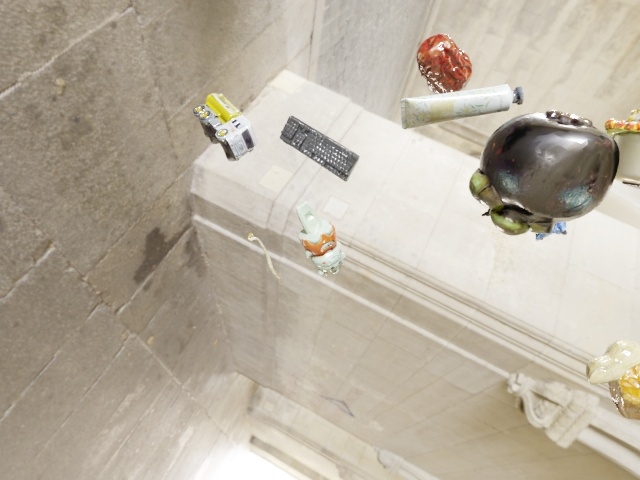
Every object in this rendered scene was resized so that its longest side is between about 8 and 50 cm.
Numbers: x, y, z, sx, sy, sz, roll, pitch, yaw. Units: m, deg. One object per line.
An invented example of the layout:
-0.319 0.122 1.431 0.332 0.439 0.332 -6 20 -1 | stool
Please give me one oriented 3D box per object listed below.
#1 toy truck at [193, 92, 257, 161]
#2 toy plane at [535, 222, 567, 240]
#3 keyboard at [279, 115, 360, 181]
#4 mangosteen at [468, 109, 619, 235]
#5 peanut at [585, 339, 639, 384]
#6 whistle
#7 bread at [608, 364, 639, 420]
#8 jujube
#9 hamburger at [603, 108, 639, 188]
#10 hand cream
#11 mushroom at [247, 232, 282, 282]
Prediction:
-0.145 -0.178 0.636 0.063 0.123 0.052 -36 147 -13 | toy truck
0.807 -0.056 1.421 0.169 0.078 0.246 -53 148 15 | toy plane
-0.009 -0.232 1.027 0.023 0.231 0.072 -6 128 -60 | keyboard
0.394 -0.117 0.755 0.243 0.243 0.243 -61 171 -17 | mangosteen
0.780 0.325 1.106 0.187 0.082 0.082 -30 163 -11 | peanut
0.000 -0.001 1.165 0.101 0.106 0.253 -55 130 -41 | whistle
0.919 0.427 1.186 0.158 0.143 0.149 59 39 -46 | bread
0.410 -0.585 1.384 0.230 0.155 0.155 27 90 -46 | jujube
0.753 -0.175 0.853 0.276 0.294 0.179 -104 -148 -73 | hamburger
0.233 -0.224 0.692 0.067 0.194 0.042 66 19 -58 | hand cream
-0.180 0.065 1.422 0.286 0.028 0.026 62 19 -49 | mushroom
